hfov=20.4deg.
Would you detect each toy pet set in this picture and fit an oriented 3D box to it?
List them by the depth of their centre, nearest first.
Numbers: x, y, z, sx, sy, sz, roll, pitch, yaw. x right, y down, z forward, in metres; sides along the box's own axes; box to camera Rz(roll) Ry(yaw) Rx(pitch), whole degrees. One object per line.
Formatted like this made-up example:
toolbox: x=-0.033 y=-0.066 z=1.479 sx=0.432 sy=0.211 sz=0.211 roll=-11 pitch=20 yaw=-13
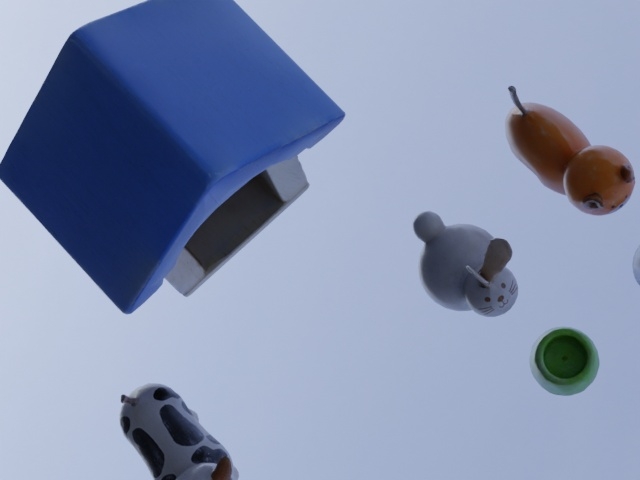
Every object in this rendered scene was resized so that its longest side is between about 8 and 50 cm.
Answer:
toy pet set: x=0.000 y=0.000 z=0.363 sx=0.122 sy=0.065 sz=0.114 roll=-42 pitch=-103 yaw=-4
